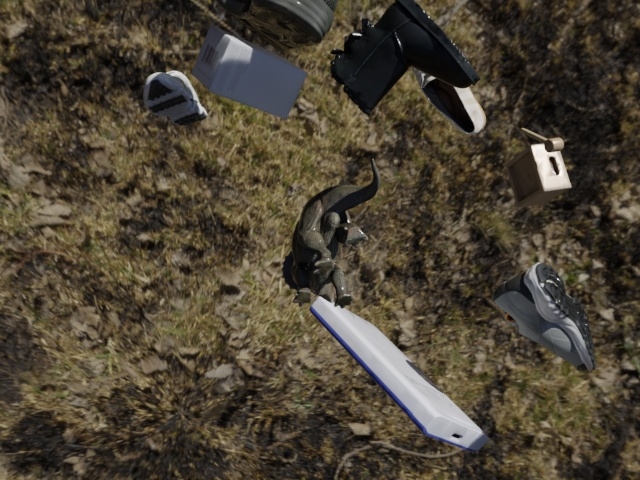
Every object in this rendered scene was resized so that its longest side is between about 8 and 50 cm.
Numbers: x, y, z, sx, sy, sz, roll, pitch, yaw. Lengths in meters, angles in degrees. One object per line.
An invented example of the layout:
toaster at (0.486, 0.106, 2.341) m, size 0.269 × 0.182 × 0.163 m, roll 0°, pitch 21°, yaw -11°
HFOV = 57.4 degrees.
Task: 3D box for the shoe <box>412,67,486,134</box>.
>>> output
shoe at (0.233, -0.289, 1.091) m, size 0.219 × 0.076 × 0.058 m, roll 53°, pitch 40°, yaw -3°

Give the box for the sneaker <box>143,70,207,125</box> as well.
sneaker at (-0.378, -0.377, 1.479) m, size 0.110 × 0.292 × 0.118 m, roll -16°, pitch 88°, yaw 3°

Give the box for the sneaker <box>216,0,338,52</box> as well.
sneaker at (-0.026, -0.250, 0.543) m, size 0.087 × 0.227 × 0.130 m, roll 30°, pitch 93°, yaw -24°

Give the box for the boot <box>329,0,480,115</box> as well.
boot at (0.071, -0.155, 0.529) m, size 0.099 × 0.045 × 0.121 m, roll -42°, pitch 70°, yaw 17°

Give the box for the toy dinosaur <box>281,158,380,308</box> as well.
toy dinosaur at (0.000, 0.000, 0.894) m, size 0.121 × 0.313 × 0.160 m, roll -5°, pitch 39°, yaw -19°

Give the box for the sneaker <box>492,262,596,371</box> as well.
sneaker at (0.390, 0.139, 1.001) m, size 0.271 × 0.108 × 0.100 m, roll 44°, pitch 38°, yaw -29°

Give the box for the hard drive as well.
hard drive at (0.132, 0.231, 1.032) m, size 0.040 × 0.210 × 0.319 m, roll -52°, pitch 46°, yaw 4°

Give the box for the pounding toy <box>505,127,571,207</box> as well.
pounding toy at (0.573, -0.206, 1.495) m, size 0.094 × 0.206 × 0.181 m, roll -8°, pitch 76°, yaw -15°

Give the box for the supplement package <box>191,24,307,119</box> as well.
supplement package at (-0.137, -0.323, 1.132) m, size 0.179 × 0.105 × 0.105 m, roll 12°, pitch 113°, yaw -39°
